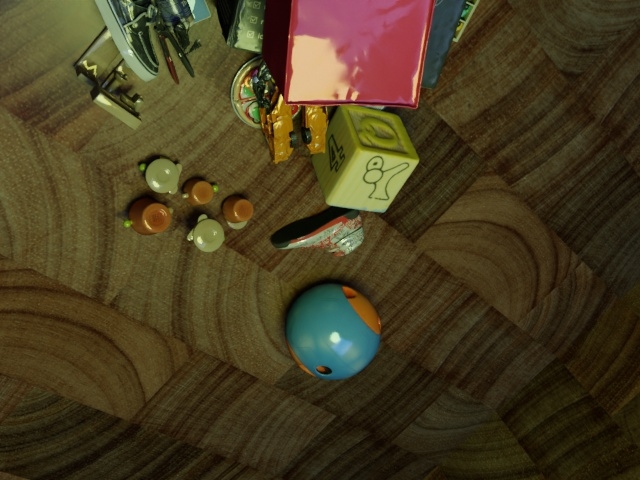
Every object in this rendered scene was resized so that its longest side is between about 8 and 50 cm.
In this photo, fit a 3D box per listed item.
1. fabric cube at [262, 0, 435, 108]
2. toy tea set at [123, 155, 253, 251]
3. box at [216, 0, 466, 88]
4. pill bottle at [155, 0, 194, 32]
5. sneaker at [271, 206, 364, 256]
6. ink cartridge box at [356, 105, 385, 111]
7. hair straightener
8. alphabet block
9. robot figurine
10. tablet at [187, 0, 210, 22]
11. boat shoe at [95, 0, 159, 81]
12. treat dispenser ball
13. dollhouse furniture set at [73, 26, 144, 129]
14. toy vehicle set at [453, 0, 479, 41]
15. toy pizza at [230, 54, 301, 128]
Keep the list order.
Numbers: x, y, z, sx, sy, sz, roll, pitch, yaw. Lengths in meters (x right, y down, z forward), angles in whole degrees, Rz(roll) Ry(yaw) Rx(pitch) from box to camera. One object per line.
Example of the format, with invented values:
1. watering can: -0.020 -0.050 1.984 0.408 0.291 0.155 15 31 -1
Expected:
1. fabric cube: 0.044 -0.405 1.319 0.259 0.258 0.254 0 120 -14
2. toy tea set: -0.344 -0.079 1.890 0.336 0.124 0.200 22 82 -31
3. box: 0.068 -0.623 1.515 0.480 0.297 0.471 7 121 -19
4. pill bottle: -0.327 -0.525 1.588 0.067 0.067 0.120 -25 130 -6
5. sneaker: 0.001 0.000 2.088 0.270 0.090 0.145 -25 127 -10
6. ink cartridge box: 0.127 -0.455 1.853 0.224 0.045 0.223 29 108 -36
7. hair straightener: -0.313 -0.442 1.611 0.089 0.047 0.230 -24 153 -7
8. alphabet block: 0.112 -0.213 1.894 0.193 0.193 0.197 6 136 -29
9. robot figurine: -0.067 -0.340 1.780 0.211 0.085 0.291 -15 126 -18
10. tablet: -0.287 -0.535 1.638 0.054 0.006 0.083 -25 128 -6
11. boat shoe: -0.402 -0.491 1.549 0.105 0.113 0.306 -17 120 7
12. treat dispenser ball: 0.037 0.271 2.164 0.288 0.288 0.288 -12 127 -16
13. dollhouse furniture set: -0.439 -0.359 1.600 0.123 0.151 0.144 -46 131 11
14. toy vehicle set: 0.276 -0.620 1.812 0.267 0.035 0.166 12 117 -30
15. toy pizza: -0.124 -0.368 1.811 0.201 0.032 0.201 -12 127 -16
